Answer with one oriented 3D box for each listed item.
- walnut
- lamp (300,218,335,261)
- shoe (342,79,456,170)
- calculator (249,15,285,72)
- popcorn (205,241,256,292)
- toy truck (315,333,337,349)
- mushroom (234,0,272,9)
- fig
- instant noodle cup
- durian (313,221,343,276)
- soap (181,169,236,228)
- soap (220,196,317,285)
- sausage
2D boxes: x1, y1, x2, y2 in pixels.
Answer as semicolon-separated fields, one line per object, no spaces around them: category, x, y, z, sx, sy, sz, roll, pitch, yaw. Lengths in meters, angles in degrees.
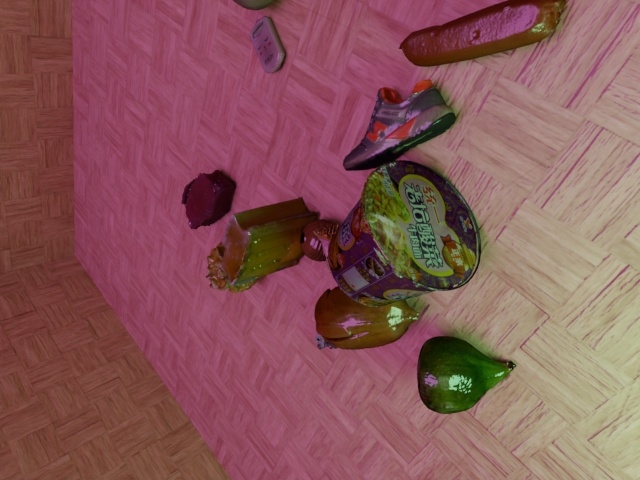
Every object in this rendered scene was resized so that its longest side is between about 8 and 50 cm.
walnut;0.135;0.220;1.266;0.336;0.209;0.208;-9;98;35
lamp;0.000;0.000;1.353;0.136;0.136;0.136;17;116;39
shoe;0.167;-0.301;1.100;0.336;0.132;0.171;-24;83;43
calculator;-0.170;-0.622;1.363;0.100;0.032;0.175;-26;86;45
popcorn;-0.340;0.100;1.670;0.218;0.189;0.169;58;137;13
toy truck;0.036;0.342;1.500;0.123;0.052;0.062;-17;88;44
mushroom;-0.198;-0.795;1.239;0.215;0.207;0.207;-46;69;10
fig;0.375;0.350;1.102;0.235;0.203;0.203;1;106;21
instant noodle cup;0.179;0.008;1.073;0.339;0.340;0.266;60;144;9
durian;0.067;0.033;1.272;0.132;0.165;0.182;-12;96;20
soap;-0.451;-0.173;1.738;0.289;0.112;0.182;-24;90;44
soap;-0.171;0.006;1.415;0.143;0.281;0.259;44;131;26
sausage;0.325;-0.435;0.916;0.349;0.097;0.093;2;99;44
